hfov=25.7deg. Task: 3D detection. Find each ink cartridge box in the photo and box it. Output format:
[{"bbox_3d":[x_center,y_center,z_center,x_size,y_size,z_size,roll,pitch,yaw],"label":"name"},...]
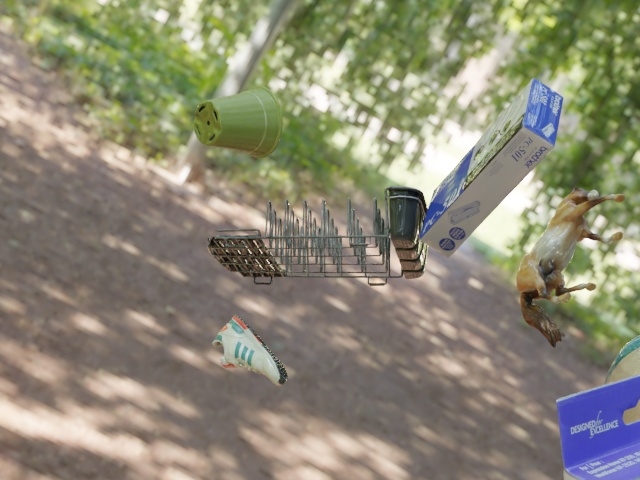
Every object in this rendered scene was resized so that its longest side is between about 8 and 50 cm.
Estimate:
[{"bbox_3d":[0.250,0.199,1.012,0.206,0.208,0.045,-10,6,-44],"label":"ink cartridge box"},{"bbox_3d":[0.192,-0.080,1.586,0.046,0.207,0.097,31,42,-10],"label":"ink cartridge box"}]

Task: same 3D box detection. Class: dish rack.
[{"bbox_3d":[0.000,0.000,1.751,0.271,0.074,0.208,-1,-18,9],"label":"dish rack"}]

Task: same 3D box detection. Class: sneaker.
[{"bbox_3d":[-0.119,0.197,2.311,0.161,0.075,0.057,47,-2,35],"label":"sneaker"}]

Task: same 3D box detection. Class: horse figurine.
[{"bbox_3d":[0.354,0.024,2.047,0.066,0.263,0.174,34,-13,-23],"label":"horse figurine"}]

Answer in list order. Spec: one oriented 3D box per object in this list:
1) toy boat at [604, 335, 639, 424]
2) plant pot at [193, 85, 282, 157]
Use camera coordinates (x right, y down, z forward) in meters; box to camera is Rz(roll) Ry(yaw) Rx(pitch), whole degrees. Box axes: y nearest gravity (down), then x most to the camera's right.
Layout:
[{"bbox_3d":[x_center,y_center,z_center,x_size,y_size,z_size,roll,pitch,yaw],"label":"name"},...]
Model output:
[{"bbox_3d":[0.406,0.091,1.331,0.267,0.318,0.148,0,41,-9],"label":"toy boat"},{"bbox_3d":[-0.100,-0.135,1.598,0.079,0.083,0.083,-5,30,-41],"label":"plant pot"}]
